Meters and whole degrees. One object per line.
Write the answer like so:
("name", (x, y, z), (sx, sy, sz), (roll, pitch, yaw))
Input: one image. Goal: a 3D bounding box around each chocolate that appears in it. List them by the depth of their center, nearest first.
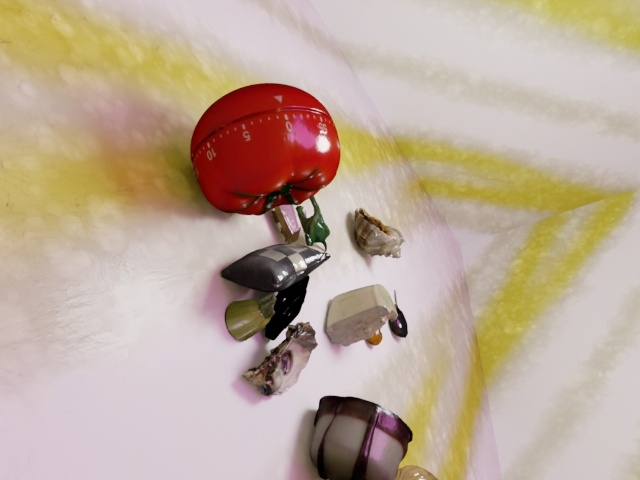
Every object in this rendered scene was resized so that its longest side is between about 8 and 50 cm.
("chocolate", (0.090, 0.557, 1.185), (0.284, 0.283, 0.186), (52, 47, -30))

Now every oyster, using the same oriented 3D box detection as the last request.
("oyster", (-0.088, 0.307, 1.156), (0.214, 0.083, 0.223), (-49, 150, -23))

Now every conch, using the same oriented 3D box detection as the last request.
("conch", (0.231, -0.013, 1.947), (0.291, 0.159, 0.210), (38, 24, 28))

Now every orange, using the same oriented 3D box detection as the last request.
("orange", (0.209, 0.365, 1.725), (0.086, 0.062, 0.086), (37, 42, -43))

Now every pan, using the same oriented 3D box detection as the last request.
("pan", (0.345, 0.340, 2.011), (0.128, 0.048, 0.202), (45, 37, -42))

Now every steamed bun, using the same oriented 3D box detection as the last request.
("steamed bun", (0.154, 0.260, 1.514), (0.170, 0.225, 0.200), (56, 28, -25))

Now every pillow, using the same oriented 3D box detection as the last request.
("pillow", (-0.111, 0.068, 1.174), (0.250, 0.186, 0.106), (-23, 116, -53))

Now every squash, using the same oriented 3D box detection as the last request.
("squash", (-0.152, 0.182, 1.100), (0.105, 0.132, 0.105), (42, 36, -41))

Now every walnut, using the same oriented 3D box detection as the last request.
("walnut", (0.295, 0.831, 1.398), (0.261, 0.224, 0.225), (56, 29, -27))

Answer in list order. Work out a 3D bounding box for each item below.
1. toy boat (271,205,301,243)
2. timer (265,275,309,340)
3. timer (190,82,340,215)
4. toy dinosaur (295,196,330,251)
("toy boat", (-0.121, -0.092, 1.423), (0.064, 0.072, 0.206), (-17, 86, -38))
("timer", (-0.086, 0.183, 1.234), (0.187, 0.055, 0.144), (-42, 152, -61))
("timer", (-0.139, -0.228, 1.147), (0.378, 0.378, 0.279), (4, 66, -61))
("toy dinosaur", (0.000, 0.000, 1.424), (0.447, 0.087, 0.301), (59, 7, -53))
